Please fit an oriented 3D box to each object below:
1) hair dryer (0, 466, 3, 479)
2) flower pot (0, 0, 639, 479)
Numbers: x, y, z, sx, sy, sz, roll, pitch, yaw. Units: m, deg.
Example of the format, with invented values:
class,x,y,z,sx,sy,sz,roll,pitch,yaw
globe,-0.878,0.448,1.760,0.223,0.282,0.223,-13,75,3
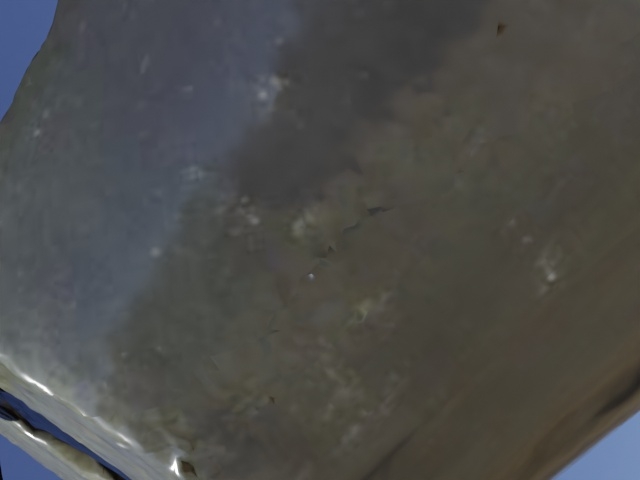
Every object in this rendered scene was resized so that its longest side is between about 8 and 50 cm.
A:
class,x,y,z,sx,sy,sz,roll,pitch,yaw
hair dryer,-0.193,0.119,0.664,0.050,0.194,0.173,21,-126,-53
flower pot,0.000,0.000,0.702,0.251,0.379,0.379,-55,-34,-18
